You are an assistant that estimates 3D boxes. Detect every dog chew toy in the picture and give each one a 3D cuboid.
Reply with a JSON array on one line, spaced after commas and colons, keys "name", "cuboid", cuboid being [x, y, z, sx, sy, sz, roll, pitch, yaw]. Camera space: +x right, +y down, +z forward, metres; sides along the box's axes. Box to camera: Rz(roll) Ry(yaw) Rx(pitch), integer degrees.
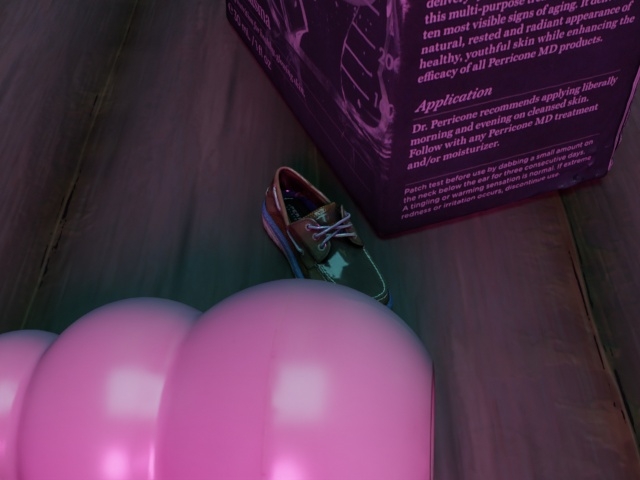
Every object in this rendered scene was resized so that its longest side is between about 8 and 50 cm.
[{"name": "dog chew toy", "cuboid": [-0.095, 0.125, 0.535, 0.332, 0.206, 0.206, 1, 43, 8]}]

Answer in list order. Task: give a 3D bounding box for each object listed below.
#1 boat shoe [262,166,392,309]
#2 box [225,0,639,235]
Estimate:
[{"name": "boat shoe", "cuboid": [0.000, 0.000, 0.760, 0.066, 0.066, 0.183, -25, 50, -26]}, {"name": "box", "cuboid": [0.098, -0.351, 0.846, 0.298, 0.471, 0.479, -15, 46, -19]}]
